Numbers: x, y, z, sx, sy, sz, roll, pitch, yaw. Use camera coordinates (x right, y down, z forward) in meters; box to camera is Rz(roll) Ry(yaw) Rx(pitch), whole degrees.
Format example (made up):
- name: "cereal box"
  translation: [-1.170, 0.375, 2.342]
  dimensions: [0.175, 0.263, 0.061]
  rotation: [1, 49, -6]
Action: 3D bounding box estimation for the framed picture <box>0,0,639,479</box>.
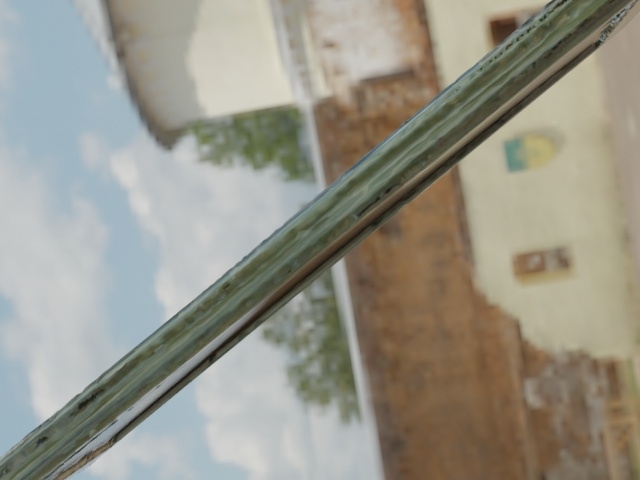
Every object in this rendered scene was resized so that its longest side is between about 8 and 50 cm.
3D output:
- name: "framed picture"
  translation: [0.000, 0.000, 0.660]
  dimensions: [0.018, 0.293, 0.231]
  rotation: [50, -176, 2]
